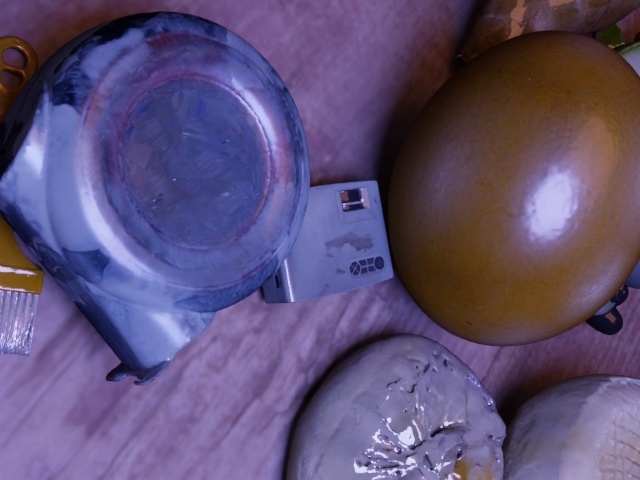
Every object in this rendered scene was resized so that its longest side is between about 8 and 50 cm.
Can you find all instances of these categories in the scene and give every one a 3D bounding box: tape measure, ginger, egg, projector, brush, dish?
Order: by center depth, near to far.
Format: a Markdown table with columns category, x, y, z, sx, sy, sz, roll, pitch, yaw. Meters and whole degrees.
| category | x | y | z | sx | sy | sz | roll | pitch | yaw |
| --- | --- | --- | --- | --- | --- | --- | --- | --- | --- |
| brush | -0.274 | -0.044 | 0.652 | 0.103 | 0.013 | 0.272 | 13 | 76 | -37 |
| tape measure | -0.143 | -0.055 | 0.668 | 0.275 | 0.147 | 0.256 | -47 | 117 | -31 |
| projector | 0.000 | 0.000 | 0.831 | 0.147 | 0.061 | 0.115 | -11 | 93 | -39 |
| egg | 0.219 | -0.053 | 0.854 | 0.282 | 0.282 | 0.351 | -2 | 117 | -38 |
| ginger | 0.346 | -0.353 | 1.046 | 0.166 | 0.236 | 0.375 | 38 | 51 | 13 |
| dish | 0.436 | -0.283 | 1.223 | 0.091 | 0.039 | 0.137 | 31 | 69 | -38 |

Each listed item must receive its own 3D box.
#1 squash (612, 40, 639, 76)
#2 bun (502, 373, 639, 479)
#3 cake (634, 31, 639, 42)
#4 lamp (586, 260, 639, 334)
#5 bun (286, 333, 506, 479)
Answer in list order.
| category | x | y | z | sx | sy | sz | roll | pitch | yaw |
| --- | --- | --- | --- | --- | --- | --- | --- | --- | --- |
| squash | 0.349 | -0.140 | 0.997 | 0.189 | 0.260 | 0.189 | 8 | 78 | -41 |
| bun | 0.335 | 0.346 | 0.968 | 0.364 | 0.202 | 0.364 | 10 | 74 | -37 |
| cake | 0.634 | -0.179 | 1.173 | 0.269 | 0.319 | 0.270 | 52 | 56 | -34 |
| lamp | 0.436 | -0.001 | 1.106 | 0.244 | 0.197 | 0.198 | -48 | 114 | -20 |
| bun | 0.100 | 0.249 | 0.829 | 0.287 | 0.146 | 0.287 | 3 | 85 | -36 |
